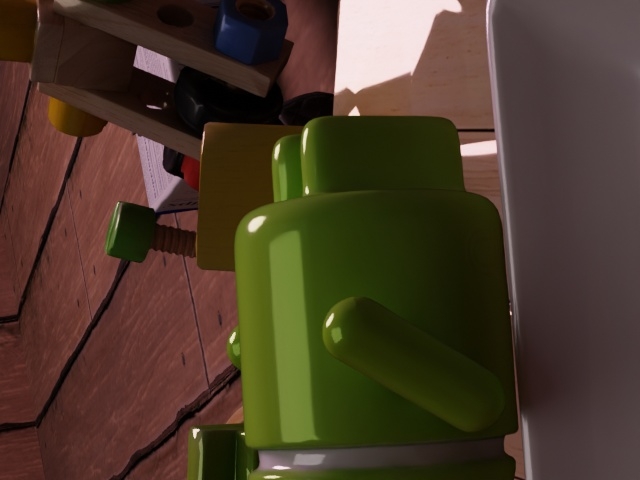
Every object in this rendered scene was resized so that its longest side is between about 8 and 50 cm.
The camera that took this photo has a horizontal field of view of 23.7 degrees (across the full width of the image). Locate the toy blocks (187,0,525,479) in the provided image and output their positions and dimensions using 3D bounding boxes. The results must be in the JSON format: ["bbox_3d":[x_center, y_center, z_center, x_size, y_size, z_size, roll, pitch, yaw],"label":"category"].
[{"bbox_3d":[0.106,0.067,0.427,0.261,0.191,0.381,8,96,58],"label":"toy blocks"}]

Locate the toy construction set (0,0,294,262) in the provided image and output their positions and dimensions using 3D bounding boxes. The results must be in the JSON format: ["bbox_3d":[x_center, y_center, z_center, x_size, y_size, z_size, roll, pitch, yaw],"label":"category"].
[{"bbox_3d":[-0.127,-0.168,0.832,0.309,0.237,0.257,134,145,-62],"label":"toy construction set"}]

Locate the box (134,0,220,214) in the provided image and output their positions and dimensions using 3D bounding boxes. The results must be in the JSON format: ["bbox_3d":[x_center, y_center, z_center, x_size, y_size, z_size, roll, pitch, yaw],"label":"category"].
[{"bbox_3d":[-0.084,-0.094,1.065,0.137,0.072,0.126,146,114,-70],"label":"box"}]

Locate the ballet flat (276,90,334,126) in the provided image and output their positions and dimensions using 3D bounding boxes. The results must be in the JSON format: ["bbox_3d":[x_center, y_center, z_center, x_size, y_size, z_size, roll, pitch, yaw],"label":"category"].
[{"bbox_3d":[0.000,0.000,0.882,0.057,0.049,0.173,-157,60,-70],"label":"ballet flat"}]

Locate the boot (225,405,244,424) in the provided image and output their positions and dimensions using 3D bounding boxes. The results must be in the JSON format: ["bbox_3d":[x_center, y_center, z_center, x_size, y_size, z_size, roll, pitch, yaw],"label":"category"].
[{"bbox_3d":[0.018,0.205,0.863,0.295,0.104,0.211,106,146,-62],"label":"boot"}]

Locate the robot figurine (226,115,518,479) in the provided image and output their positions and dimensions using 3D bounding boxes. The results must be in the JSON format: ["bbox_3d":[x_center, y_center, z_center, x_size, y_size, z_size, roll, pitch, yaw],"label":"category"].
[{"bbox_3d":[0.014,0.028,0.373,0.101,0.067,0.115,162,105,-69],"label":"robot figurine"}]

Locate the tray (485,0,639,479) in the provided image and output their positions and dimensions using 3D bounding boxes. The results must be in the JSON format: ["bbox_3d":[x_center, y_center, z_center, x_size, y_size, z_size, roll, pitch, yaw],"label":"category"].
[{"bbox_3d":[0.151,-0.002,0.263,0.270,0.030,0.145,-8,84,41],"label":"tray"}]
